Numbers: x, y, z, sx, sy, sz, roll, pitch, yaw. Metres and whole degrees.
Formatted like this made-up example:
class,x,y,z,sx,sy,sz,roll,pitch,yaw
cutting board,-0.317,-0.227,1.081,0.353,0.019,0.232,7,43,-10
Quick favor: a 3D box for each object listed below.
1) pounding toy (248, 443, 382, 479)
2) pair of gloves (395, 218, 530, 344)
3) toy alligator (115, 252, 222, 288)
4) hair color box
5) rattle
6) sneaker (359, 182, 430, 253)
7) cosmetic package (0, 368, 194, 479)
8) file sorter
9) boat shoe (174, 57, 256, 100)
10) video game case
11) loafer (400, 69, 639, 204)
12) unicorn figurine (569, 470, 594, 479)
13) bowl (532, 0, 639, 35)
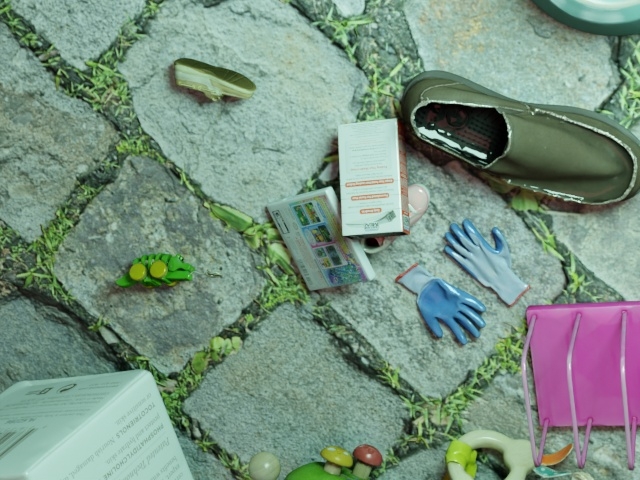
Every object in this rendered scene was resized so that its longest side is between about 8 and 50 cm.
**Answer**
class,x,y,z,sx,sy,sz,roll,pitch,yaw
pounding toy,0.016,0.373,1.994,0.237,0.183,0.110,21,90,11
pair of gloves,0.221,0.063,1.868,0.159,0.023,0.198,44,117,-4
toy alligator,-0.245,0.043,1.983,0.190,0.056,0.051,-7,69,19
hair color box,0.079,-0.089,1.793,0.093,0.053,0.167,-4,82,18
rattle,0.297,0.381,1.952,0.200,0.130,0.142,-7,124,-9
sneaker,0.110,-0.028,1.836,0.051,0.070,0.134,46,116,-2
cosmetic package,-0.425,0.469,2.026,0.330,0.327,0.393,-8,109,32
file sorter,0.447,0.216,1.774,0.291,0.182,0.202,-4,111,18
boat shoe,-0.160,-0.236,1.845,0.135,0.050,0.045,22,120,18
video game case,0.000,0.000,1.877,0.143,0.019,0.157,-12,109,47
loafer,0.277,-0.127,1.712,0.366,0.130,0.133,17,115,9
unicorn figurine,0.393,0.433,1.953,0.111,0.060,0.162,35,103,15
bowl,0.374,-0.398,1.556,0.312,0.163,0.311,6,113,15
